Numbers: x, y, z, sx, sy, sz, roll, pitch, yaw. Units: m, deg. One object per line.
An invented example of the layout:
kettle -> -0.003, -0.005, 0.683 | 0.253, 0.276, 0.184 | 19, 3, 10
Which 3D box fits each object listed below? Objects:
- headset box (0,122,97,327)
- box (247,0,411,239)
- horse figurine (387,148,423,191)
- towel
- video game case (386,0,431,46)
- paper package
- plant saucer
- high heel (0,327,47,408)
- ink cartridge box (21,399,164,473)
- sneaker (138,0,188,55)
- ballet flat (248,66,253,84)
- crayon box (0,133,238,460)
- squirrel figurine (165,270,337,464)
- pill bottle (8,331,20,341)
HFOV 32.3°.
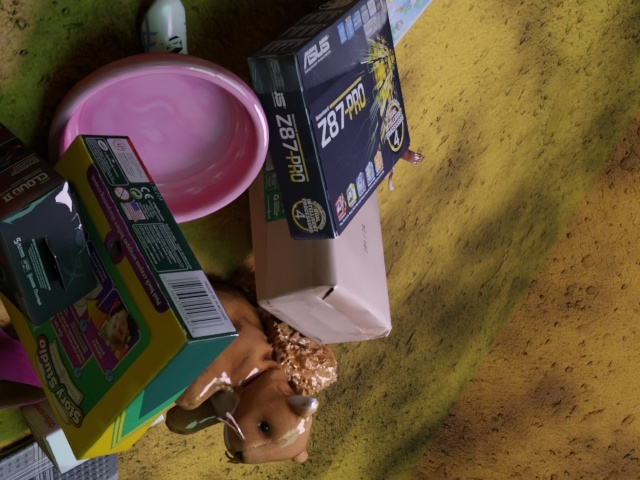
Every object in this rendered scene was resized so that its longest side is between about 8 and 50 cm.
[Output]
headset box -> -0.427, -0.039, 1.487 | 0.110, 0.293, 0.218 | -37, 148, -26
box -> 0.030, -0.228, 1.876 | 0.395, 0.097, 0.318 | -49, 131, -53
horse figurine -> 0.105, -0.124, 2.378 | 0.263, 0.066, 0.174 | -46, 156, -7
towel -> -0.532, 0.470, 2.146 | 0.324, 0.056, 0.312 | -25, 138, -36
video game case -> 0.115, -0.435, 2.097 | 0.285, 0.025, 0.204 | -51, 150, -3
paper package -> 0.000, 0.000, 2.080 | 0.168, 0.325, 0.309 | -12, 157, 19
plant saucer -> -0.248, -0.164, 1.697 | 0.332, 0.084, 0.332 | -7, 138, -6
high heel -> -0.596, 0.230, 1.648 | 0.377, 0.181, 0.127 | -26, 141, -39
ink cartridge box -> -0.410, 0.311, 1.984 | 0.208, 0.153, 0.087 | -26, 114, -23
sneaker -> -0.233, -0.274, 1.720 | 0.085, 0.086, 0.237 | -29, 142, -35
ballet flat -> -0.097, -0.281, 1.952 | 0.114, 0.041, 0.041 | 9, 114, -57
crayon box -> -0.318, 0.083, 1.614 | 0.106, 0.363, 0.313 | -4, 145, -49
squirrel figurine -> -0.120, 0.249, 2.148 | 0.397, 0.370, 0.281 | -27, 141, -38
pill bottle -> -0.434, 0.194, 1.898 | 0.219, 0.123, 0.123 | -3, 125, -54
